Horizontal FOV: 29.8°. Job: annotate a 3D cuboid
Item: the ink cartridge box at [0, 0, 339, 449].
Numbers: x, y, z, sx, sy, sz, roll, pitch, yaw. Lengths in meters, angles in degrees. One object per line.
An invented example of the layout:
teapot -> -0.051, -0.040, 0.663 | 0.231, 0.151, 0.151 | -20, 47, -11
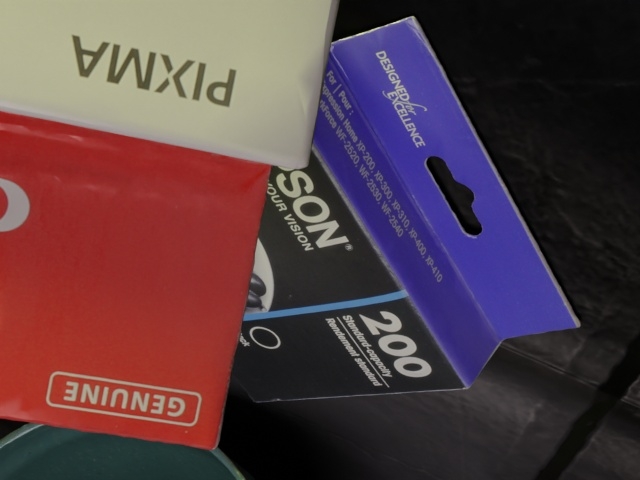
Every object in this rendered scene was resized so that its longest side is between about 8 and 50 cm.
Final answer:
ink cartridge box -> -0.150, -0.061, 0.435 | 0.296, 0.261, 0.066 | 10, -176, -12

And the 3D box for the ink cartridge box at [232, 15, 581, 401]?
ink cartridge box -> 0.000, 0.000, 0.627 | 0.208, 0.045, 0.206 | -11, 127, 34

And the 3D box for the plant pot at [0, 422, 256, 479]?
plant pot -> -0.119, 0.279, 0.833 | 0.293, 0.293, 0.196 | 4, 161, 24
